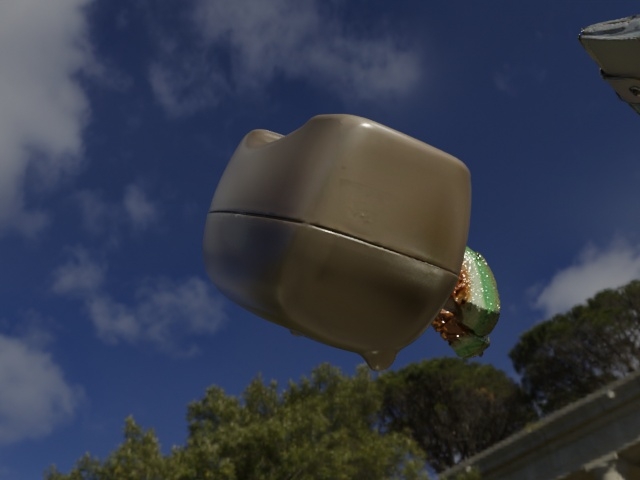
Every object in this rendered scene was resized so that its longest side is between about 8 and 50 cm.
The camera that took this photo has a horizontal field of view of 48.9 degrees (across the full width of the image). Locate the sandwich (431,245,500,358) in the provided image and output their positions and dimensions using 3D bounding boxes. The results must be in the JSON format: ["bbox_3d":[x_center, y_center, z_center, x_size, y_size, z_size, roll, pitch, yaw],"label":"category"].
[{"bbox_3d":[0.181,0.076,1.066,0.159,0.185,0.109,22,-63,-20],"label":"sandwich"}]

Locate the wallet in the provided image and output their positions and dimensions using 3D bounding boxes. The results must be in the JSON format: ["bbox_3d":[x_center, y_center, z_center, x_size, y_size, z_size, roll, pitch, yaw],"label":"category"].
[{"bbox_3d":[0.441,-0.210,0.879,0.231,0.069,0.170,31,-7,-36],"label":"wallet"}]

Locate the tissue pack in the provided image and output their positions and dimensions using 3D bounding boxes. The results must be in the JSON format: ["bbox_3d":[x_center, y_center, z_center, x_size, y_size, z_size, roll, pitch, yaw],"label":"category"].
[{"bbox_3d":[0.000,0.000,0.940,0.267,0.277,0.387,22,-8,-27],"label":"tissue pack"}]
